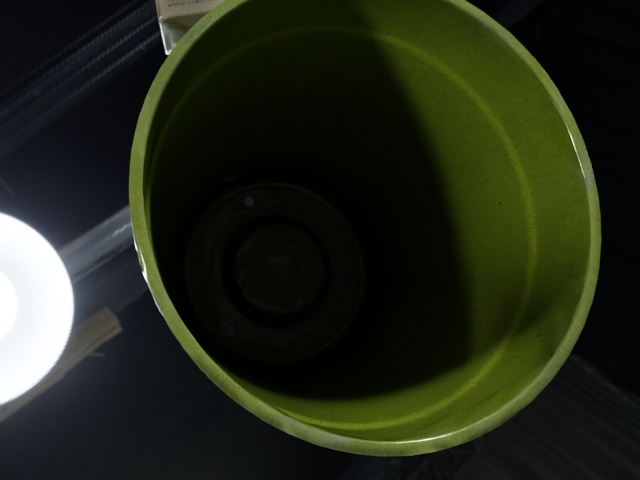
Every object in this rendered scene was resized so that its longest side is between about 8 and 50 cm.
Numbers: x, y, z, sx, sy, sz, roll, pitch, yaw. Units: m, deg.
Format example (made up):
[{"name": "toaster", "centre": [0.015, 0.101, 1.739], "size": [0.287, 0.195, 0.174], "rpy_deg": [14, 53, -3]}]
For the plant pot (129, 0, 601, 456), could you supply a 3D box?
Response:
[{"name": "plant pot", "centre": [0.000, 0.000, 0.670], "size": [0.366, 0.366, 0.353], "rpy_deg": [-41, 2, -20]}]

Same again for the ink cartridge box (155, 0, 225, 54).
[{"name": "ink cartridge box", "centre": [-0.070, -0.318, 0.746], "size": [0.235, 0.193, 0.088], "rpy_deg": [-10, -10, -8]}]
